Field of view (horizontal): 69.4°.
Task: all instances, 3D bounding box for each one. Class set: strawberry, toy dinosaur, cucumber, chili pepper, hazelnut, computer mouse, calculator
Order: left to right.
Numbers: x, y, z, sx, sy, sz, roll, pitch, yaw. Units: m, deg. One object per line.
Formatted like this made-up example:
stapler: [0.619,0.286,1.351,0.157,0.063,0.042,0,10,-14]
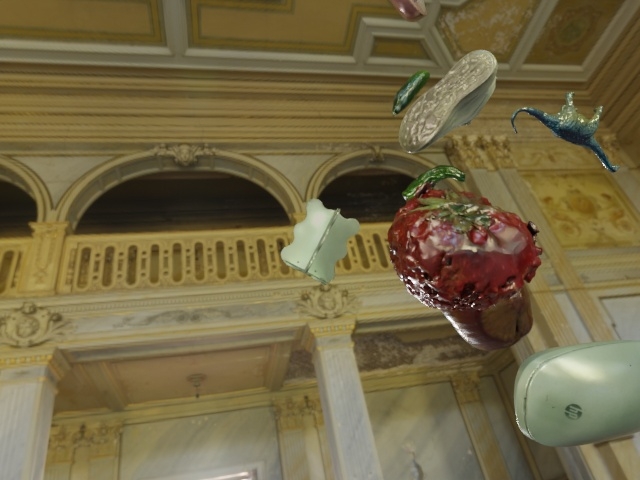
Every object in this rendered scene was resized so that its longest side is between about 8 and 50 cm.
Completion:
calculator: [0.088,-0.431,0.711,0.048,0.330,0.220,-34,-72,25]
cucumber: [0.181,-0.306,0.943,0.037,0.155,0.037,29,-27,16]
chili pepper: [0.317,-0.164,1.304,0.182,0.073,0.050,-25,-54,27]
strawberry: [0.249,0.029,0.840,0.273,0.274,0.221,-4,-55,-12]
hazelnut: [0.411,0.164,1.172,0.251,0.217,0.217,20,-46,-31]
toy dinosaur: [0.659,-0.304,1.215,0.362,0.147,0.076,19,-14,-17]
computer mouse: [0.443,0.244,0.730,0.288,0.160,0.097,-1,4,-8]

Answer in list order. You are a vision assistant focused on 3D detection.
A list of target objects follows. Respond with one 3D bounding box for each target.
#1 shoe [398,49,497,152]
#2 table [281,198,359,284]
shoe: [0.361,-0.357,1.262,0.316,0.124,0.159,-44,-28,26]
table: [0.000,0.000,1.283,0.166,0.166,0.198,28,-91,-43]
